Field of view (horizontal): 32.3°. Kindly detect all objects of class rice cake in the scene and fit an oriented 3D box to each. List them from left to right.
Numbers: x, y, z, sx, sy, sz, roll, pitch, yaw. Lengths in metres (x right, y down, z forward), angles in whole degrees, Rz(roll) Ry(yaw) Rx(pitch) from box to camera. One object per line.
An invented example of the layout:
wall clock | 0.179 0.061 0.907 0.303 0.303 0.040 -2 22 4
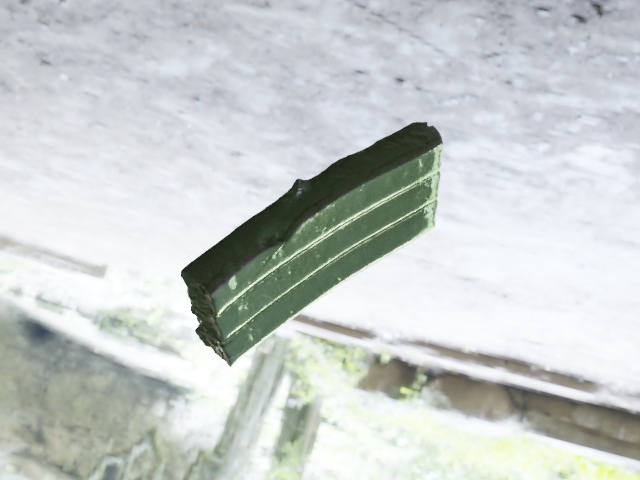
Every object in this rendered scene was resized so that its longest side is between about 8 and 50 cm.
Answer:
rice cake | 0.000 0.000 0.887 0.043 0.237 0.127 46 158 31
